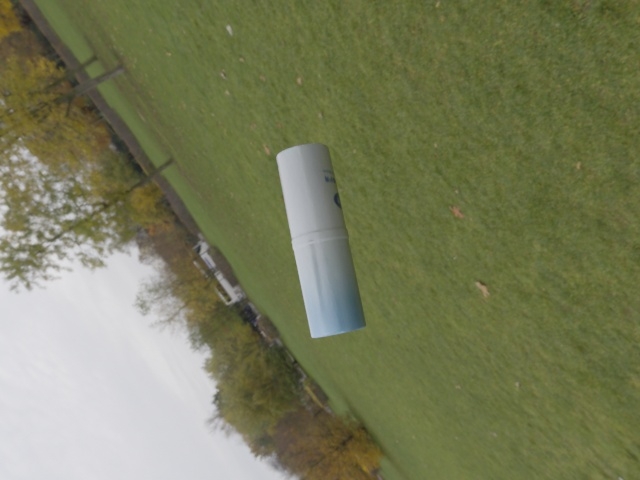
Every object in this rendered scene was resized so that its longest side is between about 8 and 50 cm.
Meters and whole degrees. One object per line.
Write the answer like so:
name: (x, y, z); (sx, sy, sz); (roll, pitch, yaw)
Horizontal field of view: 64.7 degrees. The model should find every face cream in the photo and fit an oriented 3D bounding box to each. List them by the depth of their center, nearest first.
face cream: (0.000, 0.000, 0.678); (0.077, 0.077, 0.250); (132, 128, -78)
